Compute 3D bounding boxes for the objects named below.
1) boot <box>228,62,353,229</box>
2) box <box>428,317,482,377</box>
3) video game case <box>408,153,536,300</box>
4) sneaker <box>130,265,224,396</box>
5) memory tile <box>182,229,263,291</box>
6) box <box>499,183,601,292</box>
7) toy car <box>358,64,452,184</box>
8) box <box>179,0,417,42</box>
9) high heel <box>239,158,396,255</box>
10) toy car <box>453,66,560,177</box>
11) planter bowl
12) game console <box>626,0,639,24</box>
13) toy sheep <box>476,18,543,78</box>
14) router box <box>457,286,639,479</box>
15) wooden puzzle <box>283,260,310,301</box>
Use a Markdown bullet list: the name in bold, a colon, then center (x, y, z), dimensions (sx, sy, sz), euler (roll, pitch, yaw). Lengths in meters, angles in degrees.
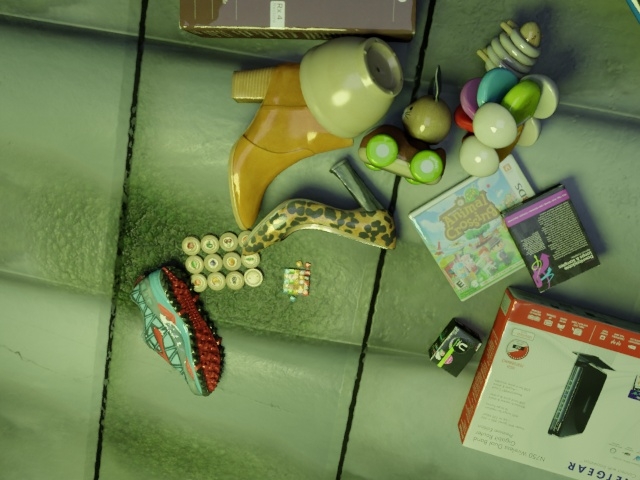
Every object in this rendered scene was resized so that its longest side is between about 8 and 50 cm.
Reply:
- **boot**: center (-0.048, -0.161, 1.124), dimensions (0.211, 0.104, 0.295), euler (2, 98, 5)
- **box**: center (0.250, 0.200, 1.201), dimensions (0.062, 0.052, 0.083), euler (33, 102, -2)
- **video game case**: center (0.298, -0.021, 1.163), dimensions (0.212, 0.023, 0.193), euler (-32, 98, 11)
- **sneaker**: center (-0.277, 0.180, 1.236), dimensions (0.125, 0.104, 0.261), euler (-18, 96, 26)
- **memory tile**: center (-0.187, 0.041, 1.226), dimensions (0.148, 0.012, 0.113), euler (-6, 102, 6)
- **box**: center (0.404, -0.003, 1.132), dimensions (0.116, 0.029, 0.162), euler (-26, 97, 10)
- **toy car**: center (0.159, -0.198, 1.079), dimensions (0.149, 0.155, 0.188), euler (20, 94, 0)
- **box**: center (-0.032, -0.428, 1.048), dimensions (0.382, 0.143, 0.191), euler (1, 102, 3)
- **high heel**: center (0.000, 0.000, 1.156), dimensions (0.261, 0.093, 0.186), euler (-36, 91, 2)
- **toy car**: center (0.286, -0.207, 1.055), dimensions (0.159, 0.182, 0.136), euler (-35, 70, -21)
- **planter bowl**: center (0.062, -0.258, 1.026), dimensions (0.109, 0.162, 0.162), euler (-19, 102, 43)
- **game console**: center (0.564, -0.424, 0.983), dimensions (0.173, 0.250, 0.293), euler (-30, 99, 37)
- **toy sheep**: center (0.315, -0.308, 1.071), dimensions (0.091, 0.091, 0.132), euler (37, 132, -3)
- **router box**: center (0.462, 0.276, 1.183), dimensions (0.336, 0.082, 0.301), euler (15, 103, 1)
- **wooden puzzle**: center (-0.046, 0.078, 1.225), dimensions (0.049, 0.006, 0.083), euler (5, 103, 4)
